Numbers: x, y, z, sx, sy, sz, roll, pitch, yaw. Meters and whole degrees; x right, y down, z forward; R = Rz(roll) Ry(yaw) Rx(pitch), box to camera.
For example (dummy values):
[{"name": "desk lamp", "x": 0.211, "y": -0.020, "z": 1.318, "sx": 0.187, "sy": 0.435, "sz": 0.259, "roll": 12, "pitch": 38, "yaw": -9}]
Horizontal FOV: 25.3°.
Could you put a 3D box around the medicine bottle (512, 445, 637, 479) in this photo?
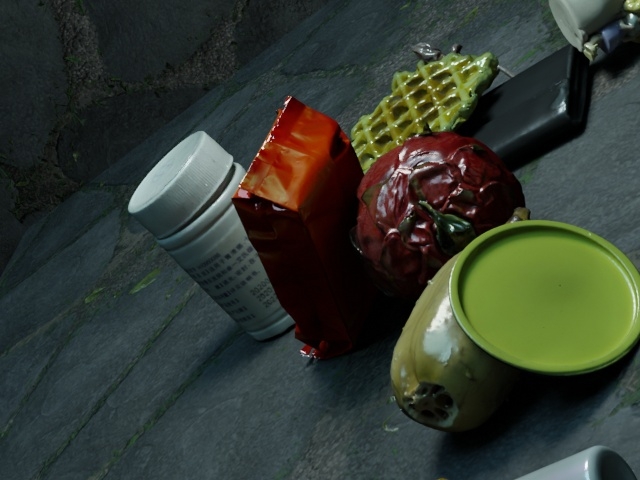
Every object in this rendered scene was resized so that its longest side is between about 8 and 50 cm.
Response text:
[{"name": "medicine bottle", "x": 0.223, "y": 0.282, "z": 1.419, "sx": 0.187, "sy": 0.103, "sz": 0.103, "roll": -31, "pitch": 23, "yaw": 31}]

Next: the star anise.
[{"name": "star anise", "x": 0.250, "y": -0.284, "z": 2.504, "sx": 0.148, "sy": 0.218, "sz": 0.227, "roll": -54, "pitch": 0, "yaw": -7}]

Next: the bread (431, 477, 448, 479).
[{"name": "bread", "x": 0.101, "y": 0.334, "z": 1.630, "sx": 0.157, "sy": 0.044, "sz": 0.052, "roll": -44, "pitch": 26, "yaw": -1}]

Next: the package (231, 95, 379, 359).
[{"name": "package", "x": -0.001, "y": -0.001, "z": 2.099, "sx": 0.123, "sy": 0.423, "sz": 0.196, "roll": 9, "pitch": 52, "yaw": 26}]

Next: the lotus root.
[{"name": "lotus root", "x": 0.204, "y": 0.094, "z": 1.779, "sx": 0.169, "sy": 0.151, "sz": 0.342, "roll": -39, "pitch": 12, "yaw": 52}]

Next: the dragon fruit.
[{"name": "dragon fruit", "x": 0.154, "y": -0.028, "z": 1.998, "sx": 0.244, "sy": 0.244, "sz": 0.299, "roll": -55, "pitch": 14, "yaw": -31}]

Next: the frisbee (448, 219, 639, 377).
[{"name": "frisbee", "x": 0.268, "y": 0.067, "z": 1.680, "sx": 0.236, "sy": 0.017, "sz": 0.236, "roll": 0, "pitch": 49, "yaw": 0}]

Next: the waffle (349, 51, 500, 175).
[{"name": "waffle", "x": 0.161, "y": -0.201, "z": 2.410, "sx": 0.317, "sy": 0.073, "sz": 0.297, "roll": -7, "pitch": 44, "yaw": 53}]

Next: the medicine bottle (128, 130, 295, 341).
[{"name": "medicine bottle", "x": -0.152, "y": -0.008, "z": 2.387, "sx": 0.190, "sy": 0.332, "sz": 0.190, "roll": -37, "pitch": 21, "yaw": 16}]

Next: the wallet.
[{"name": "wallet", "x": 0.259, "y": -0.168, "z": 2.338, "sx": 0.406, "sy": 0.062, "sz": 0.228, "roll": -31, "pitch": 22, "yaw": 33}]

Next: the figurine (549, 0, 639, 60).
[{"name": "figurine", "x": 0.488, "y": -0.397, "z": 2.239, "sx": 0.235, "sy": 0.127, "sz": 0.155, "roll": -29, "pitch": 54, "yaw": -2}]
